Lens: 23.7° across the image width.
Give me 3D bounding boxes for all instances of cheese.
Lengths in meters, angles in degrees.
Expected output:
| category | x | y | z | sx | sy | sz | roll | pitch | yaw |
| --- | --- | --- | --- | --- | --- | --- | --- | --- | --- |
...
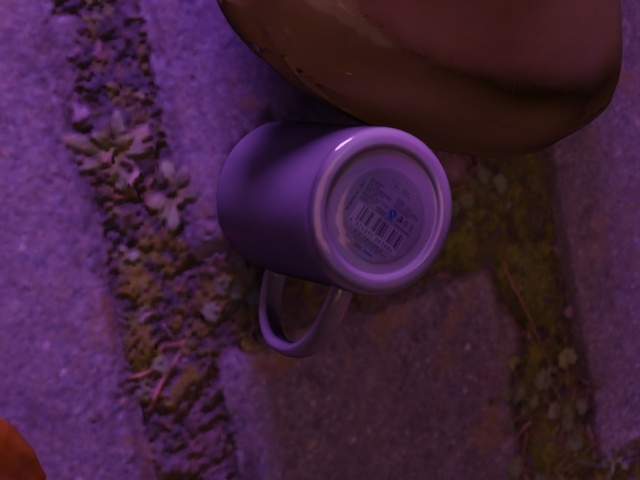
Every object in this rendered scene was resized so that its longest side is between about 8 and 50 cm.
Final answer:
| category | x | y | z | sx | sy | sz | roll | pitch | yaw |
| --- | --- | --- | --- | --- | --- | --- | --- | --- | --- |
| cheese | 0.064 | -0.184 | 0.938 | 0.315 | 0.128 | 0.260 | -1 | 86 | -38 |

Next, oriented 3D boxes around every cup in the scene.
| category | x | y | z | sx | sy | sz | roll | pitch | yaw |
| --- | --- | --- | --- | --- | --- | --- | --- | --- | --- |
| cup | 0.009 | -0.004 | 0.928 | 0.099 | 0.133 | 0.136 | -14 | 101 | -26 |

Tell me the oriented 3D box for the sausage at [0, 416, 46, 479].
| category | x | y | z | sx | sy | sz | roll | pitch | yaw |
| --- | --- | --- | --- | --- | --- | --- | --- | --- | --- |
| sausage | -0.305 | 0.117 | 0.758 | 0.354 | 0.116 | 0.134 | 17 | 71 | -34 |
